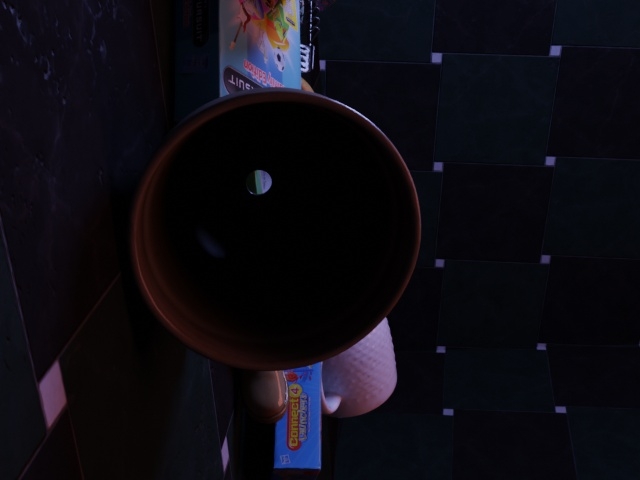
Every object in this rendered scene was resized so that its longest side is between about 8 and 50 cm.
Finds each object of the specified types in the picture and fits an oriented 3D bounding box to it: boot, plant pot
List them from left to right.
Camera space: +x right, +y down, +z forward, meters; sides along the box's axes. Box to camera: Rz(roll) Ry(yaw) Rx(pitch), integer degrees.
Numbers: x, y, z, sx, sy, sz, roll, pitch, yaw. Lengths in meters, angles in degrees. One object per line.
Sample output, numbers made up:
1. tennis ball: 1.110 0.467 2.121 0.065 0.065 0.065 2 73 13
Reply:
1. boot: -0.121 0.155 1.432 0.269 0.089 0.236 83 -6 -51
2. plant pot: -0.066 -0.045 1.030 0.280 0.323 0.323 -113 -162 -70

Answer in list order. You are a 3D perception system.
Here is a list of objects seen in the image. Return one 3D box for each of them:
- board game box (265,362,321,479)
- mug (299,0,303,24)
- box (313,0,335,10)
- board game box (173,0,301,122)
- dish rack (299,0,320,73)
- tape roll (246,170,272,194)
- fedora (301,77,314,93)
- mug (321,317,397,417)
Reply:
1. board game box: -0.057 0.343 1.668 0.308 0.086 0.301 104 -12 -61
2. mug: -0.111 -0.471 1.665 0.158 0.097 0.129 -16 -90 65
3. box: -0.035 -0.550 1.246 0.279 0.177 0.290 44 19 -31
4. board game box: -0.117 -0.312 1.256 0.254 0.079 0.335 19 67 -63
5. dish rack: -0.084 -0.443 1.522 0.074 0.208 0.271 -32 -130 54
6. tape roll: -0.129 -0.147 1.501 0.321 0.077 0.321 -3 90 -84
7. fedora: -0.093 -0.256 1.720 0.079 0.194 0.194 17 -66 57
8. mug: 0.037 0.283 2.163 0.374 0.276 0.328 -64 151 -50
